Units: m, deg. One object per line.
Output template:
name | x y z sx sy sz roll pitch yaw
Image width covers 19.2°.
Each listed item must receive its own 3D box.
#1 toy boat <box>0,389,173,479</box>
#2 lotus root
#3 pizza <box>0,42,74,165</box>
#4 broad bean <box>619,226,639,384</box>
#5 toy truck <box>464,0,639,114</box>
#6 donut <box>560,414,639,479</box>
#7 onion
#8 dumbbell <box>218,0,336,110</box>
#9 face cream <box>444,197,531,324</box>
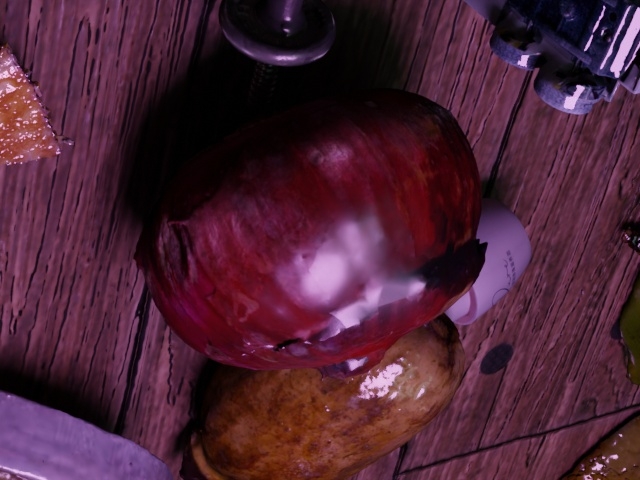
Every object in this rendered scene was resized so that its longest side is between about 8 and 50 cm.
toy boat | -0.207 0.241 1.330 0.276 0.111 0.293 12 75 -43
lotus root | -0.006 0.123 1.465 0.260 0.128 0.145 -35 139 23
pizza | -0.218 -0.073 1.187 0.099 0.029 0.100 -28 139 -2
broad bean | 0.302 0.051 1.722 0.061 0.046 0.195 -18 134 -8
toy truck | 0.163 -0.178 1.212 0.140 0.257 0.108 -13 135 -40
donut | 0.354 0.289 1.958 0.272 0.107 0.272 -24 142 -20
onion | 0.000 0.000 1.288 0.246 0.190 0.246 -19 174 -2
dumbbell | -0.015 -0.181 1.190 0.110 0.110 0.254 -15 143 -29
face cream | 0.111 0.016 1.493 0.095 0.091 0.091 -32 143 -24
